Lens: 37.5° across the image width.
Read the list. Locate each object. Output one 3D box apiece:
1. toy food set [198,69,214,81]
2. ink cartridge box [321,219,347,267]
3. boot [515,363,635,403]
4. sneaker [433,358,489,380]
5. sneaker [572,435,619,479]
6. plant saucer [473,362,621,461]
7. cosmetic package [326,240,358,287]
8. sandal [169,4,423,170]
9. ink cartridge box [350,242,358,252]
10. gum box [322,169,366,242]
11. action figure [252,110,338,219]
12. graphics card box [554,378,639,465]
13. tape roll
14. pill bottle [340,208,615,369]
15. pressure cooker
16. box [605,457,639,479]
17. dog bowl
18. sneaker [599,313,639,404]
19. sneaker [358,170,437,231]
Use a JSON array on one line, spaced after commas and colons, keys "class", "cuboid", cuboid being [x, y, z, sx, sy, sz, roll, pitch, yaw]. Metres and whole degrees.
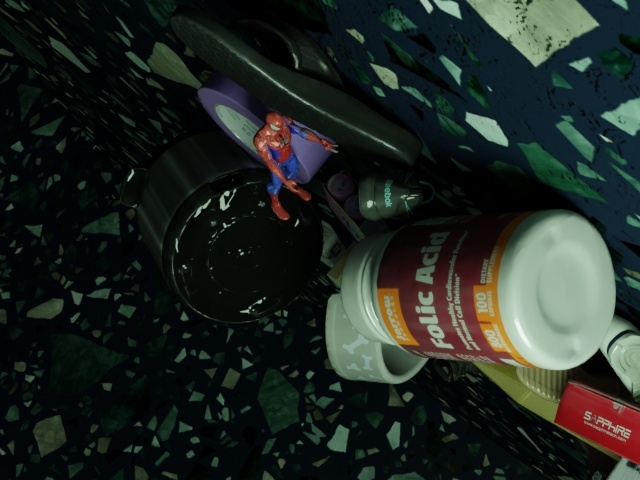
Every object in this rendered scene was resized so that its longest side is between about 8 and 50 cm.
[{"class": "toy food set", "cuboid": [-0.215, -0.325, 1.973, 0.083, 0.020, 0.082, 46, 167, -35]}, {"class": "ink cartridge box", "cuboid": [0.000, 0.000, 2.492, 0.104, 0.060, 0.180, 32, 168, 32]}, {"class": "boot", "cuboid": [0.474, 0.273, 1.823, 0.248, 0.090, 0.207, 13, 174, -3]}, {"class": "sneaker", "cuboid": [0.348, 0.299, 2.307, 0.087, 0.130, 0.227, 31, 170, 44]}, {"class": "sneaker", "cuboid": [0.670, 0.559, 2.318, 0.106, 0.162, 0.281, 40, 169, -7]}, {"class": "plant saucer", "cuboid": [0.520, 0.345, 2.100, 0.333, 0.081, 0.333, 28, 171, 44]}, {"class": "cosmetic package", "cuboid": [0.075, 0.064, 2.363, 0.041, 0.115, 0.060, 29, 166, 42]}, {"class": "sandal", "cuboid": [-0.028, -0.257, 1.485, 0.446, 0.107, 0.167, 29, 171, -17]}, {"class": "ink cartridge box", "cuboid": [0.158, 0.074, 2.273, 0.109, 0.062, 0.209, 32, 168, 30]}, {"class": "gum box", "cuboid": [0.083, -0.049, 1.921, 0.188, 0.062, 0.107, 50, 172, 21]}, {"class": "action figure", "cuboid": [-0.041, -0.120, 1.646, 0.139, 0.091, 0.280, 37, 161, 26]}, {"class": "graphics card box", "cuboid": [0.615, 0.364, 1.643, 0.371, 0.094, 0.233, 24, 177, -32]}, {"class": "tape roll", "cuboid": [-0.103, -0.231, 1.816, 0.275, 0.090, 0.275, 37, 170, 8]}, {"class": "pill bottle", "cuboid": [0.220, 0.072, 1.427, 0.224, 0.224, 0.392, 44, 154, -26]}, {"class": "pressure cooker", "cuboid": [-0.217, -0.055, 2.124, 0.420, 0.375, 0.370, 48, 168, 54]}, {"class": "box", "cuboid": [0.651, 0.517, 1.880, 0.169, 0.290, 0.087, 46, 166, -26]}, {"class": "dog bowl", "cuboid": [0.145, 0.112, 1.786, 0.102, 0.348, 0.349, 16, 158, 31]}, {"class": "sneaker", "cuboid": [0.521, 0.193, 1.572, 0.235, 0.090, 0.095, 49, -176, -41]}, {"class": "sneaker", "cuboid": [0.148, -0.064, 1.562, 0.106, 0.101, 0.267, -3, 180, 21]}]
